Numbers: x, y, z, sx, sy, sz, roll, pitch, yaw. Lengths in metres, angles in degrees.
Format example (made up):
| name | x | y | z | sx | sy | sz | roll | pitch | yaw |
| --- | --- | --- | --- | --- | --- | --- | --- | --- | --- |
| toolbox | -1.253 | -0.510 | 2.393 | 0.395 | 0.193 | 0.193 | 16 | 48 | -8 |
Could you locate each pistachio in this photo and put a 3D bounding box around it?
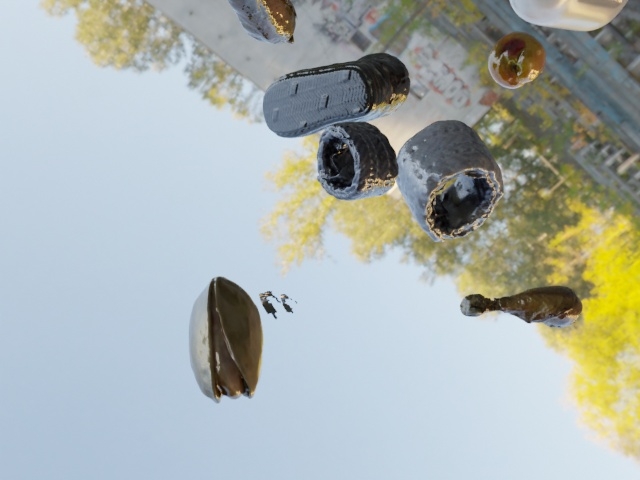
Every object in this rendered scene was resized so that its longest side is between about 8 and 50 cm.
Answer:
| name | x | y | z | sx | sy | sz | roll | pitch | yaw |
| --- | --- | --- | --- | --- | --- | --- | --- | --- | --- |
| pistachio | -0.204 | 0.209 | 1.492 | 0.182 | 0.162 | 0.293 | 82 | -179 | -52 |

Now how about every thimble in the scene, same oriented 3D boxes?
| name | x | y | z | sx | sy | sz | roll | pitch | yaw |
| --- | --- | --- | --- | --- | --- | --- | --- | --- | --- |
| thimble | 0.282 | -0.127 | 1.545 | 0.217 | 0.246 | 0.157 | -10 | -132 | -10 |
| thimble | 0.045 | -0.099 | 0.860 | 0.066 | 0.095 | 0.104 | -11 | -167 | -30 |

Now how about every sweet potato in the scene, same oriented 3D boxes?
| name | x | y | z | sx | sy | sz | roll | pitch | yaw |
| --- | --- | --- | --- | --- | --- | --- | --- | --- | --- |
| sweet potato | -0.093 | -0.331 | 0.891 | 0.075 | 0.075 | 0.273 | 53 | -176 | 19 |

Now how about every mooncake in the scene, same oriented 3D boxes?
| name | x | y | z | sx | sy | sz | roll | pitch | yaw |
| --- | --- | --- | --- | --- | --- | --- | --- | --- | --- |
| mooncake | 0.001 | 0.003 | 1.330 | 0.150 | 0.346 | 0.057 | 51 | -177 | -11 |

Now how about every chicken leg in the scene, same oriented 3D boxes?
| name | x | y | z | sx | sy | sz | roll | pitch | yaw |
| --- | --- | --- | --- | --- | --- | --- | --- | --- | --- |
| chicken leg | 0.423 | 0.136 | 1.475 | 0.107 | 0.251 | 0.087 | 84 | -173 | -69 |

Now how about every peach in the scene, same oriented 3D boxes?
| name | x | y | z | sx | sy | sz | roll | pitch | yaw |
| --- | --- | --- | --- | --- | --- | --- | --- | --- | --- |
| peach | 0.481 | -0.447 | 1.712 | 0.138 | 0.138 | 0.138 | 35 | -155 | -20 |

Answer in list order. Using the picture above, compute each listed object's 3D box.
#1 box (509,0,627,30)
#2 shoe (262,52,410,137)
| name | x | y | z | sx | sy | sz | roll | pitch | yaw |
| --- | --- | --- | --- | --- | --- | --- | --- | --- | --- |
| box | 0.508 | -0.550 | 1.260 | 0.288 | 0.349 | 0.141 | -9 | -131 | -39 |
| shoe | 0.043 | -0.376 | 1.808 | 0.237 | 0.384 | 0.171 | -25 | -77 | -47 |
